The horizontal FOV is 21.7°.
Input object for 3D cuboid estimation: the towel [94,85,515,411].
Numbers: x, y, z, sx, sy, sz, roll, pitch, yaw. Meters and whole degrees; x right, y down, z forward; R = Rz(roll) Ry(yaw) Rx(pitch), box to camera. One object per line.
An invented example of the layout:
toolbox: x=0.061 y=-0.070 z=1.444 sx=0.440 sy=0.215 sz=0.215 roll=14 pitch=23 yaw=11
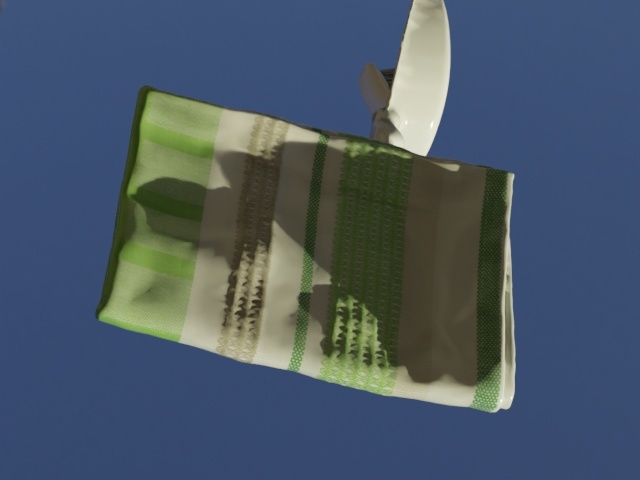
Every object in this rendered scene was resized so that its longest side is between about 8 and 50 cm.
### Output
towel: x=0.000 y=0.000 z=0.613 sx=0.152 sy=0.023 sz=0.113 roll=14 pitch=-131 yaw=-12

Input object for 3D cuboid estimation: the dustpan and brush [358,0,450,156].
dustpan and brush: x=0.050 y=-0.088 z=1.133 sx=0.060 sy=0.147 sz=0.211 roll=13 pitch=-159 yaw=-14
